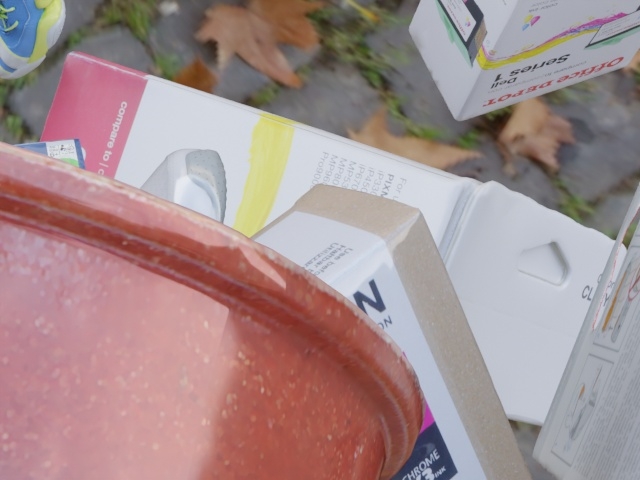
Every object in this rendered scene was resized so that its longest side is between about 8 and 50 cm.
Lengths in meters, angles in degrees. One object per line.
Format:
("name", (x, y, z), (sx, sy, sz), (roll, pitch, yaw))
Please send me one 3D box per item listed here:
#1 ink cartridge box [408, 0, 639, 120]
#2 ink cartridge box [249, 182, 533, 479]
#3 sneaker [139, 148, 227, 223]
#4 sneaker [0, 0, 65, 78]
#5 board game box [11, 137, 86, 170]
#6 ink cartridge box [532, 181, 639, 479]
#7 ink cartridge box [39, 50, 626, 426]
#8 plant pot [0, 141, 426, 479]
("ink cartridge box", (0.217, -0.241, 1.567), (0.201, 0.278, 0.117), (-19, 72, -18))
("ink cartridge box", (-0.025, 0.117, 0.815), (0.234, 0.088, 0.193), (-37, 118, -24))
("sneaker", (-0.077, 0.027, 0.556), (0.061, 0.054, 0.152), (20, 128, -21))
("sneaker", (-0.286, -0.247, 1.561), (0.126, 0.091, 0.240), (-5, 135, -41))
("board game box", (-0.220, 0.015, 0.894), (0.201, 0.035, 0.136), (-7, 142, -13))
("ink cartridge box", (0.236, 0.019, 0.937), (0.091, 0.385, 0.308), (22, 89, -3))
("ink cartridge box", (0.000, 0.000, 1.354), (0.279, 0.384, 0.160), (18, 92, -55))
("plant pot", (-0.125, 0.146, 0.377), (0.272, 0.272, 0.265), (12, 66, -11))
